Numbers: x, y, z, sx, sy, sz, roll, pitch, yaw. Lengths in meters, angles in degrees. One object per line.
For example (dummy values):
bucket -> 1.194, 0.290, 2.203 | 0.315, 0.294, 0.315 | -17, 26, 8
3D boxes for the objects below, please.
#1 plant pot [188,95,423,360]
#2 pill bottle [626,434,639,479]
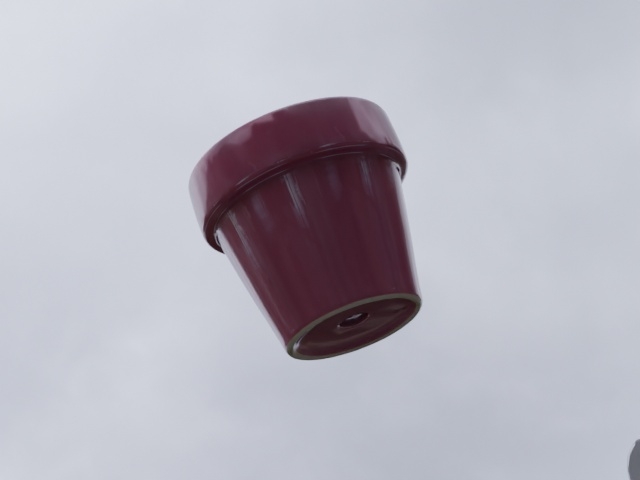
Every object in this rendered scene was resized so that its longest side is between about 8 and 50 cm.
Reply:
plant pot -> 0.000, 0.000, 1.193 | 0.201, 0.180, 0.201 | -18, -22, -7
pill bottle -> 0.330, 0.063, 0.771 | 0.323, 0.181, 0.182 | -37, -44, -24
